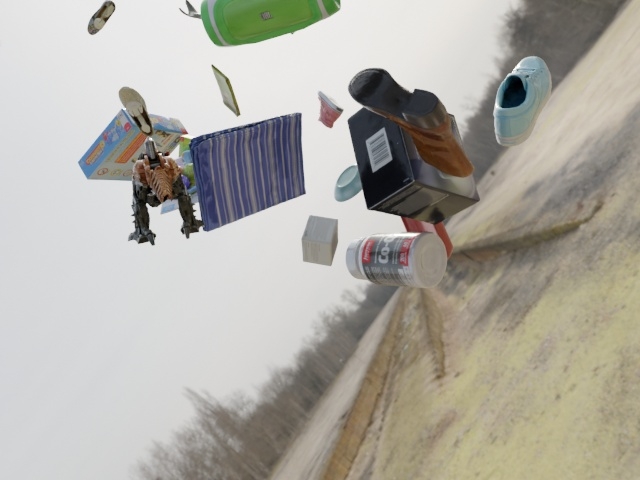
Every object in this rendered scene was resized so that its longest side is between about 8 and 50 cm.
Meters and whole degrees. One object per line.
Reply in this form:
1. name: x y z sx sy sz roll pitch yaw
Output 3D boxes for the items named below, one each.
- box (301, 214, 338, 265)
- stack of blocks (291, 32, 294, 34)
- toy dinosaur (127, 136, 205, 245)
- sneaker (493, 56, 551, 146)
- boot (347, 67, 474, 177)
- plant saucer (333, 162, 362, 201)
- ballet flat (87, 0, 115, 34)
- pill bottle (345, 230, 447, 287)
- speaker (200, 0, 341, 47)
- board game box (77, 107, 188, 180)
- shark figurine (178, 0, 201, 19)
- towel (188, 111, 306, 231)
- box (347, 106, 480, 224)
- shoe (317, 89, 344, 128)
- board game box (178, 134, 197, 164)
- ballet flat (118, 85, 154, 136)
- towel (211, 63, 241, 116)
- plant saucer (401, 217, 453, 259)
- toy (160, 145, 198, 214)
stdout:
1. box: 0.000 0.000 1.559 0.101 0.087 0.102 88 -164 -48
2. stack of blocks: -0.032 -0.809 1.775 0.171 0.087 0.297 -52 5 46
3. toy dinosaur: -0.356 -0.110 1.183 0.322 0.164 0.219 -88 -8 -75
4. sneaker: 0.603 -0.454 1.632 0.366 0.135 0.150 -66 -32 -31
5. boot: 0.213 -0.269 1.276 0.096 0.264 0.280 -61 -36 -6
6. plant saucer: 0.113 -0.234 2.100 0.195 0.037 0.195 -35 32 26
7. ballet flat: -0.607 -0.620 1.532 0.114 0.041 0.041 -59 -8 -6
8. pill bottle: 0.217 0.055 1.641 0.283 0.161 0.161 -1 38 49
9. speaker: -0.111 -0.522 1.221 0.296 0.131 0.131 -10 4 17
10. board game box: -0.721 -0.359 2.138 0.308 0.086 0.302 -40 -14 23
11. shark figurine: -0.273 -0.702 1.597 0.278 0.166 0.116 -17 50 44
12. towel: -0.170 -0.177 1.399 0.335 0.040 0.243 -25 -55 -35
13. box: 0.261 -0.228 1.541 0.293 0.297 0.182 9 -29 -41
14. shoe: 0.016 -0.442 1.855 0.063 0.178 0.081 20 -66 -33
15. board game box: -0.377 -0.279 1.800 0.043 0.181 0.092 -31 -45 -60
16. ballet flat: -0.488 -0.343 1.485 0.057 0.052 0.168 -25 -28 -3
17. towel: -0.369 -0.577 2.141 0.021 0.102 0.237 -44 -17 -13
18. plant saucer: 0.344 -0.043 1.811 0.047 0.259 0.258 -20 -8 -10
19. toy: -0.361 -0.179 1.463 0.237 0.136 0.056 -98 -12 -49
